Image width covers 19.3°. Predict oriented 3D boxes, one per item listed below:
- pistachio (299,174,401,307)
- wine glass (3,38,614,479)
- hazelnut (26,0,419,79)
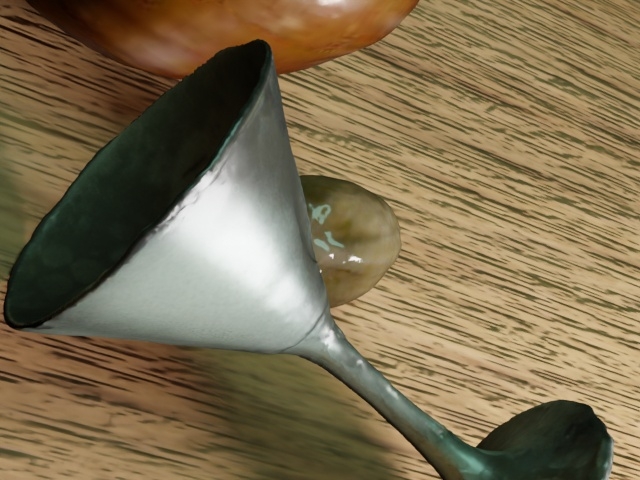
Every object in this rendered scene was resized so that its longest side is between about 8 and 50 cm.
[{"bbox_3d":[0.000,0.000,1.530,0.185,0.126,0.108,1,101,-51],"label":"pistachio"},{"bbox_3d":[0.007,0.078,1.360,0.406,0.267,0.267,41,39,-21],"label":"wine glass"},{"bbox_3d":[-0.085,-0.278,1.490,0.372,0.315,0.372,36,9,-6],"label":"hazelnut"}]
